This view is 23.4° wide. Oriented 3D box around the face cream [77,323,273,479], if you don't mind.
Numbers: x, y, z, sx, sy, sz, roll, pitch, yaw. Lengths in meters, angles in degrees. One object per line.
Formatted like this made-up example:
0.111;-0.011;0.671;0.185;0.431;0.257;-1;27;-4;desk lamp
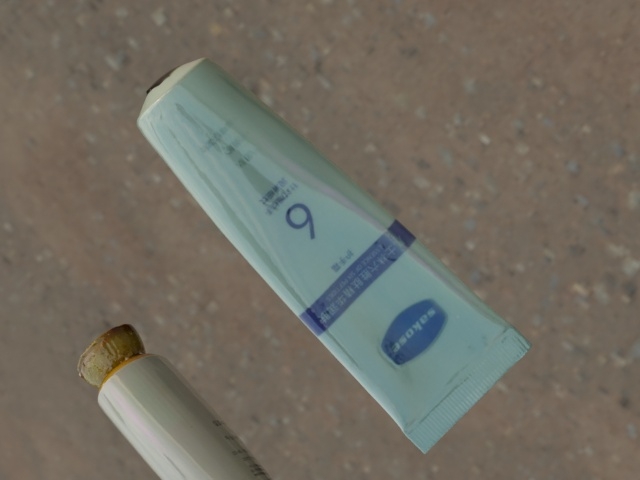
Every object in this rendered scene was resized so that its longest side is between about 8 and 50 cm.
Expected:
-0.081;0.129;0.968;0.182;0.051;0.072;46;-167;20;face cream

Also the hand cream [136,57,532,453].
0.000;0.000;1.092;0.320;0.109;0.067;45;178;-4;hand cream
